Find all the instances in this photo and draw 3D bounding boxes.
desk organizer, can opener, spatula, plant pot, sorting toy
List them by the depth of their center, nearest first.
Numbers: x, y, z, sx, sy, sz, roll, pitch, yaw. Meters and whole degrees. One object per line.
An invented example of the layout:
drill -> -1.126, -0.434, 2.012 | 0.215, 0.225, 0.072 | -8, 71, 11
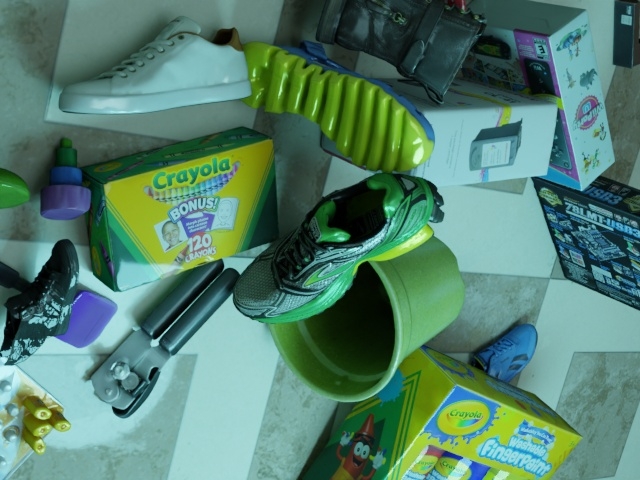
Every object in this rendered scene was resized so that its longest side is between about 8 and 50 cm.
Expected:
sorting toy -> -0.443, -0.113, 1.266 | 0.366, 0.127, 0.126 | 10, 72, -44
spatula -> -0.396, 0.069, 1.406 | 0.296, 0.030, 0.084 | 37, 85, -42
can opener -> -0.232, 0.140, 1.557 | 0.280, 0.074, 0.093 | -49, 166, -11
plant pot -> 0.095, 0.095, 1.689 | 0.254, 0.276, 0.276 | -16, 118, -47
desk organizer -> 0.608, -0.408, 2.020 | 0.050, 0.047, 0.130 | -26, 123, -32

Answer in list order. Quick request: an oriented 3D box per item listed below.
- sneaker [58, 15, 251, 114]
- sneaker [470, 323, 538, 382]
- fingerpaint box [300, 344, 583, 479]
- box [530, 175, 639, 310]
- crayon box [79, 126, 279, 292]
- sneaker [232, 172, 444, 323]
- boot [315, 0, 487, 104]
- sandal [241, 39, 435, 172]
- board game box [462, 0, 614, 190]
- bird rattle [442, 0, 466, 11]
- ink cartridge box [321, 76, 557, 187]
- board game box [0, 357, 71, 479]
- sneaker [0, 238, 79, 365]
sneaker -> -0.225, -0.234, 1.385 | 0.290, 0.106, 0.123 | -17, 108, -41
sneaker -> 0.358, 0.236, 2.070 | 0.209, 0.069, 0.082 | -46, 129, -15
fingerpaint box -> 0.229, 0.422, 1.933 | 0.445, 0.163, 0.371 | 28, 101, -43
box -> 0.565, 0.003, 1.989 | 0.073, 0.296, 0.293 | -41, 128, -18
crayon box -> -0.197, -0.050, 1.485 | 0.279, 0.081, 0.165 | -19, 119, -32
sneaker -> 0.000, 0.000, 1.477 | 0.344, 0.134, 0.146 | -36, 152, 21
boot -> 0.135, -0.353, 1.505 | 0.229, 0.091, 0.262 | 21, 93, 2
sandal -> 0.032, -0.208, 1.490 | 0.138, 0.317, 0.126 | -34, 152, -54
board game box -> 0.363, -0.254, 1.764 | 0.097, 0.224, 0.303 | -40, 128, -21
bird rattle -> 0.180, -0.439, 1.564 | 0.143, 0.207, 0.253 | -23, 113, -10
ink cartridge box -> 0.190, -0.179, 1.653 | 0.306, 0.226, 0.131 | -10, 115, -38
board game box -> -0.573, 0.273, 1.333 | 0.390, 0.050, 0.390 | -48, 131, -14
sneaker -> -0.376, 0.081, 1.370 | 0.089, 0.051, 0.170 | -6, 118, -40
